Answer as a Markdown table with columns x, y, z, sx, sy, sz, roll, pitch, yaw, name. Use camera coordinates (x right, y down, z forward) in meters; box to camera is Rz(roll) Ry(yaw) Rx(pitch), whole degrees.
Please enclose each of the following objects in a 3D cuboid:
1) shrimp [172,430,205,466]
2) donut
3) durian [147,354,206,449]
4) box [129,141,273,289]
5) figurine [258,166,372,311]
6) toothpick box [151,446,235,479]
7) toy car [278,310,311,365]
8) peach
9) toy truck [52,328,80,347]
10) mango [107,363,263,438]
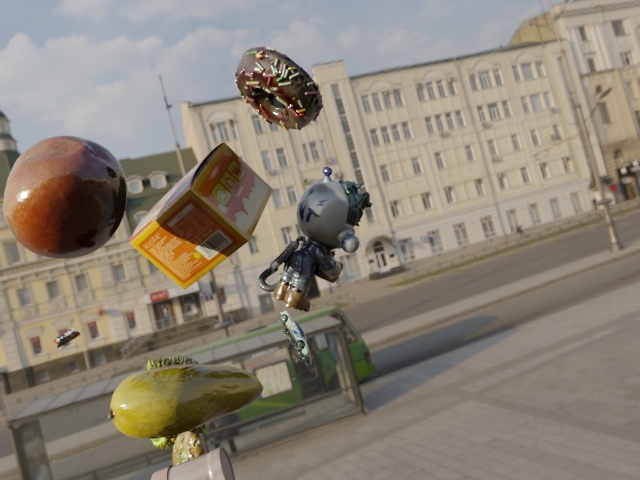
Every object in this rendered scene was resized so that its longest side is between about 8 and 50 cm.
| x | y | z | sx | sy | sz | roll | pitch | yaw | name |
| --- | --- | --- | --- | --- | --- | --- | --- | --- | --- |
| -0.311 | 0.530 | 1.224 | 0.091 | 0.184 | 0.043 | 9 | 2 | 30 | shrimp |
| -0.118 | -0.400 | 1.429 | 0.103 | 0.269 | 0.269 | -54 | 8 | -14 | donut |
| -0.378 | 0.418 | 1.405 | 0.176 | 0.237 | 0.200 | -9 | -5 | -41 | durian |
| -0.319 | -0.070 | 1.433 | 0.283 | 0.214 | 0.260 | -33 | 24 | 30 | box |
| 0.004 | 0.002 | 1.436 | 0.261 | 0.382 | 0.186 | 25 | 6 | 40 | figurine |
| -0.261 | 0.501 | 1.096 | 0.148 | 0.099 | 0.098 | -20 | -2 | -3 | toothpick box |
| -0.077 | 0.315 | 1.713 | 0.056 | 0.205 | 0.095 | -28 | -40 | -15 | toy car |
| -0.516 | -0.093 | 1.088 | 0.252 | 0.253 | 0.252 | -15 | -2 | -1 | peach |
| -0.790 | 0.303 | 1.652 | 0.024 | 0.032 | 0.083 | 14 | 31 | 27 | toy truck |
| -0.297 | 0.341 | 1.158 | 0.195 | 0.143 | 0.331 | -4 | -6 | 40 | mango |
